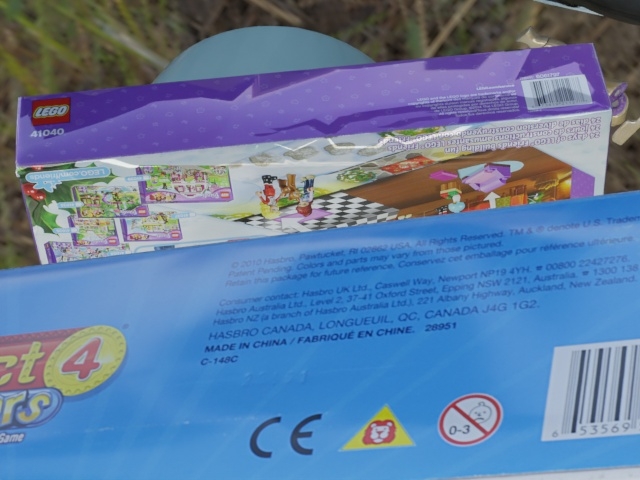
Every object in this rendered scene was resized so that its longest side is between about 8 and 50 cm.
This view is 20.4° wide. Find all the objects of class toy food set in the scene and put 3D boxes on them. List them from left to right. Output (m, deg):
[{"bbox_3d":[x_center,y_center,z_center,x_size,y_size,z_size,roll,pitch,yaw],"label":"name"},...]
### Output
[{"bbox_3d":[0.191,-0.110,1.366,0.078,0.122,0.019,-51,14,53],"label":"toy food set"}]

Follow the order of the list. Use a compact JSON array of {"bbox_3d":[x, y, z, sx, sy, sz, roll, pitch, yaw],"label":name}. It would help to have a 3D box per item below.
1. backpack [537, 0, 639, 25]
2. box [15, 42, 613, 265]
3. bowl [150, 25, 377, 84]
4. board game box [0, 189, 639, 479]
[{"bbox_3d":[0.240,-0.257,1.268,0.253,0.225,0.191,29,68,32],"label":"backpack"},{"bbox_3d":[0.000,0.000,0.944,0.293,0.201,0.057,-5,46,-1],"label":"box"},{"bbox_3d":[-0.038,-0.054,1.452,0.311,0.311,0.163,-22,41,27],"label":"bowl"},{"bbox_3d":[0.010,0.135,0.519,0.308,0.302,0.086,-7,43,22],"label":"board game box"}]
